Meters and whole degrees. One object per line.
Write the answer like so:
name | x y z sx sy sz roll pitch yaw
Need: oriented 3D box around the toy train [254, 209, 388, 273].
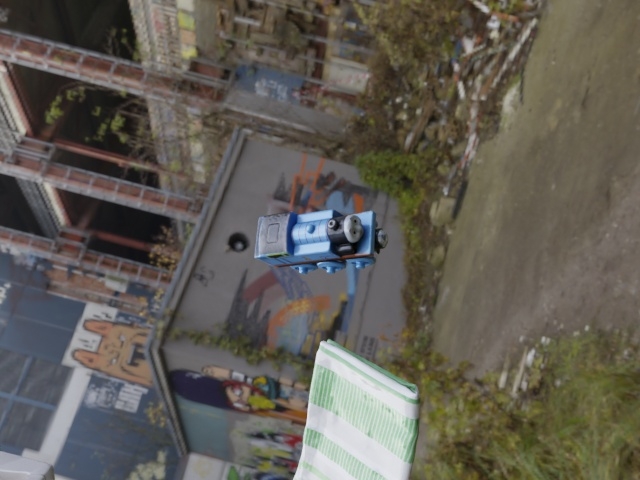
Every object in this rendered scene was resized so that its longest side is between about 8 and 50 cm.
toy train | 0.000 0.000 0.986 0.105 0.184 0.080 25 -116 -51

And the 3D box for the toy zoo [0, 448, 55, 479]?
toy zoo | -0.330 0.233 0.517 0.293 0.193 0.030 -75 -13 -67

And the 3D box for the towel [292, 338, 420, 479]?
towel | 0.054 0.364 1.223 0.038 0.248 0.324 1 -75 -45
